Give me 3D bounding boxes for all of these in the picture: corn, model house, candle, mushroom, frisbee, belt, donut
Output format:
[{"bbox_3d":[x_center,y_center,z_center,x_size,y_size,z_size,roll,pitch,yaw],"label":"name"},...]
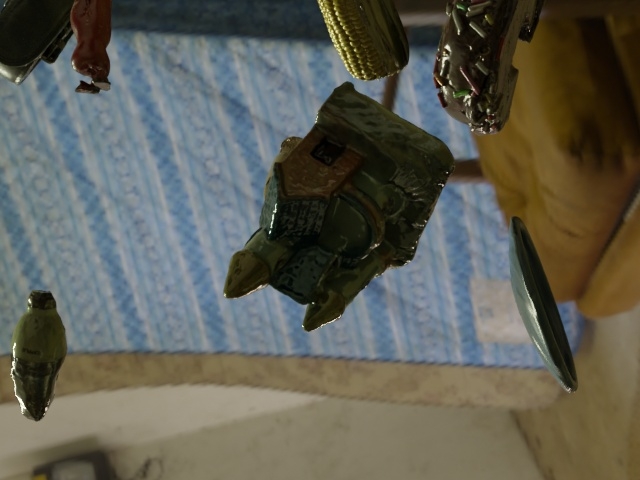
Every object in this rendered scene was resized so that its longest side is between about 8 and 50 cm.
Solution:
[{"bbox_3d":[0.059,-0.385,1.761,0.305,0.123,0.122,67,-153,-43],"label":"corn"},{"bbox_3d":[0.000,0.000,1.512,0.194,0.325,0.267,34,142,13],"label":"model house"},{"bbox_3d":[-0.282,-0.330,1.397,0.048,0.051,0.329,134,138,-58],"label":"candle"},{"bbox_3d":[-0.058,-0.105,1.978,0.209,0.071,0.084,-69,-34,-53],"label":"mushroom"},{"bbox_3d":[0.335,0.104,1.755,0.289,0.049,0.289,-19,-90,-76],"label":"frisbee"},{"bbox_3d":[-0.450,-0.348,1.790,0.116,0.206,0.267,39,-140,-15],"label":"belt"},{"bbox_3d":[0.290,-0.355,1.949,0.259,0.136,0.345,-10,-65,-68],"label":"donut"}]

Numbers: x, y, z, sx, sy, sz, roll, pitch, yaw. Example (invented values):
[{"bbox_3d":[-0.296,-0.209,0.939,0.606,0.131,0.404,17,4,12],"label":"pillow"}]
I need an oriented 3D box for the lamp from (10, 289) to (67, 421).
[{"bbox_3d":[-0.495,0.204,1.967,0.101,0.101,0.250,-117,34,-73],"label":"lamp"}]
